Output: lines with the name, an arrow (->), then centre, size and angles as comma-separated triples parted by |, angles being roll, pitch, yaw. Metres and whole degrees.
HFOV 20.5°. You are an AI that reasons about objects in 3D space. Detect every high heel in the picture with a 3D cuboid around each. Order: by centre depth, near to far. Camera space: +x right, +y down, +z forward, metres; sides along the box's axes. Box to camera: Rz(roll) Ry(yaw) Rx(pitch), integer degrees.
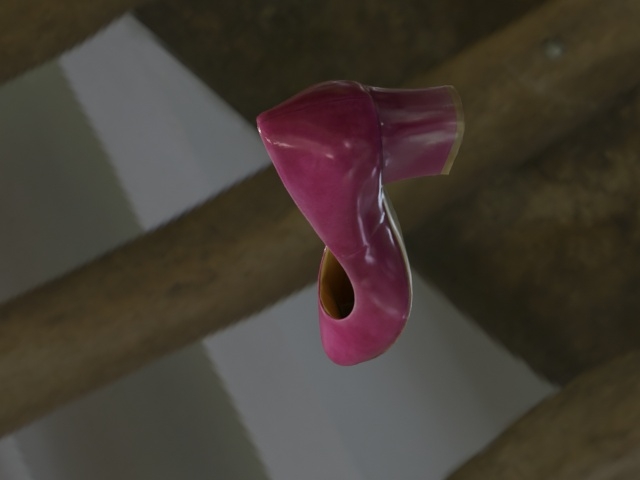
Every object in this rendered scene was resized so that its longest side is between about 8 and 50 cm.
high heel -> 0.000, 0.000, 1.031 | 0.117, 0.244, 0.082 | -6, -122, -19
